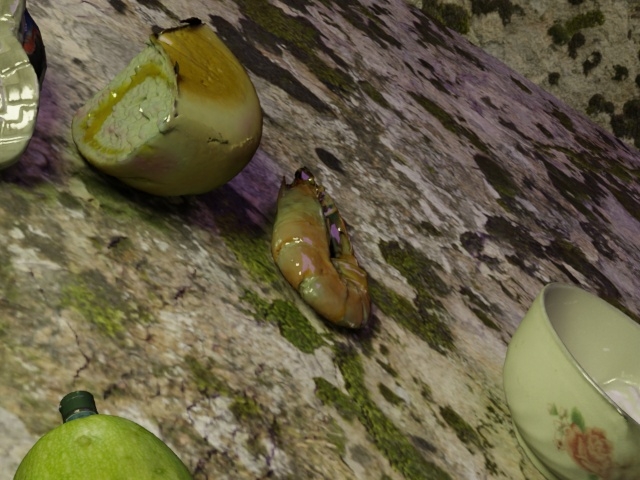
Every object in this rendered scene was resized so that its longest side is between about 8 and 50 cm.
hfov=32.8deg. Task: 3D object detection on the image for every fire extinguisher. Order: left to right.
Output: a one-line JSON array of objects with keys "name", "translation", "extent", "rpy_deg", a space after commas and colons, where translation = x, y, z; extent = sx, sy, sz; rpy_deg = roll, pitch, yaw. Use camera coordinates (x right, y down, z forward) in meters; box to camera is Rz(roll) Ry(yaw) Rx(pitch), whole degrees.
[{"name": "fire extinguisher", "translation": [-0.157, 0.143, 0.744], "extent": [0.038, 0.025, 0.083], "rpy_deg": [48, 10, -46]}]

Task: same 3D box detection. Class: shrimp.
[{"name": "shrimp", "translation": [-0.001, 0.000, 1.188], "extent": [0.145, 0.061, 0.267], "rpy_deg": [35, 19, -29]}]

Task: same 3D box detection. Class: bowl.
[{"name": "bowl", "translation": [0.302, 0.187, 1.175], "extent": [0.277, 0.145, 0.277], "rpy_deg": [31, 26, -17]}]

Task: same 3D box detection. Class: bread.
[{"name": "bread", "translation": [-0.145, -0.114, 1.091], "extent": [0.156, 0.158, 0.260], "rpy_deg": [49, 23, -1]}]

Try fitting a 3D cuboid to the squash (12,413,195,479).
[{"name": "squash", "translation": [-0.077, 0.250, 0.558], "extent": [0.118, 0.118, 0.370], "rpy_deg": [13, 38, -45]}]

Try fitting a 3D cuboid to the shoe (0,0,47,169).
[{"name": "shoe", "translation": [-0.304, -0.149, 1.006], "extent": [0.099, 0.125, 0.227], "rpy_deg": [-4, 63, -8]}]
